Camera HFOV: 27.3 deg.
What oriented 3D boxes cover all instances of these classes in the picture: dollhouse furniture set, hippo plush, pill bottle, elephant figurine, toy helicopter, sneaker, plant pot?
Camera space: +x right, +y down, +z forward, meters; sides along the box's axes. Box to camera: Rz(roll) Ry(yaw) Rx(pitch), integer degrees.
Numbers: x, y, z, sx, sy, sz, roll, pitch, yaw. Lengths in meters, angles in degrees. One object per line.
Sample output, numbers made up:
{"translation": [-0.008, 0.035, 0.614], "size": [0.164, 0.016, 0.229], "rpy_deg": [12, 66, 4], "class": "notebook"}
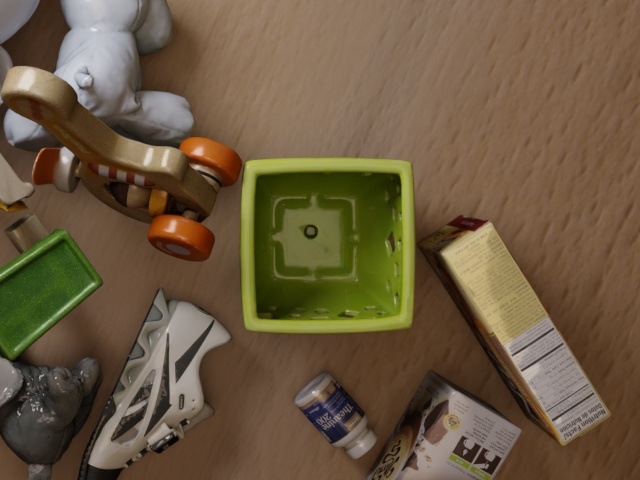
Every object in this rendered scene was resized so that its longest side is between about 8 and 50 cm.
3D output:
{"translation": [-0.437, -0.022, 1.653], "size": [0.151, 0.197, 0.301], "rpy_deg": [-39, 108, -18], "class": "dollhouse furniture set"}
{"translation": [-0.309, -0.247, 1.735], "size": [0.234, 0.294, 0.236], "rpy_deg": [-9, 73, 25], "class": "hippo plush"}
{"translation": [0.025, 0.252, 1.878], "size": [0.067, 0.067, 0.120], "rpy_deg": [-41, 98, -2], "class": "pill bottle"}
{"translation": [-0.432, 0.190, 1.792], "size": [0.239, 0.186, 0.169], "rpy_deg": [25, 124, 2], "class": "elephant figurine"}
{"translation": [-0.273, -0.109, 1.601], "size": [0.235, 0.355, 0.140], "rpy_deg": [6, 68, 31], "class": "toy helicopter"}
{"translation": [-0.229, 0.244, 1.819], "size": [0.146, 0.122, 0.330], "rpy_deg": [26, 91, -6], "class": "sneaker"}
{"translation": [0.000, 0.000, 1.787], "size": [0.227, 0.207, 0.228], "rpy_deg": [0, 95, -6], "class": "plant pot"}

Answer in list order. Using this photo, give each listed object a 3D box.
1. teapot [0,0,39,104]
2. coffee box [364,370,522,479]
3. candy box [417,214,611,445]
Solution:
{"translation": [-0.441, -0.337, 1.675], "size": [0.256, 0.187, 0.252], "rpy_deg": [-47, 67, 17], "class": "teapot"}
{"translation": [0.141, 0.348, 1.849], "size": [0.119, 0.168, 0.297], "rpy_deg": [31, 89, -8], "class": "coffee box"}
{"translation": [0.265, 0.120, 1.839], "size": [0.088, 0.183, 0.316], "rpy_deg": [-34, 97, -3], "class": "candy box"}
